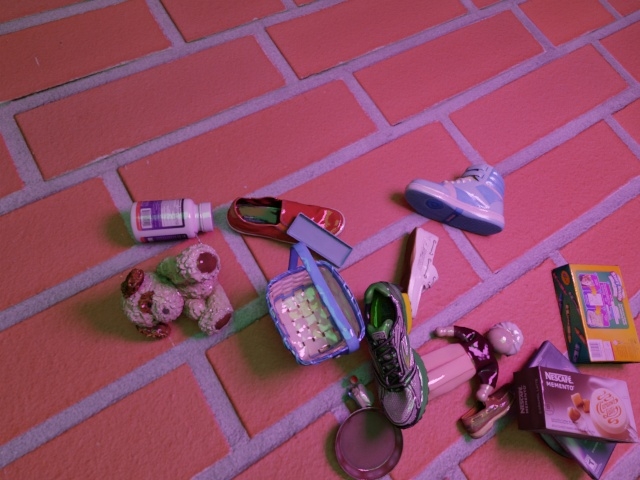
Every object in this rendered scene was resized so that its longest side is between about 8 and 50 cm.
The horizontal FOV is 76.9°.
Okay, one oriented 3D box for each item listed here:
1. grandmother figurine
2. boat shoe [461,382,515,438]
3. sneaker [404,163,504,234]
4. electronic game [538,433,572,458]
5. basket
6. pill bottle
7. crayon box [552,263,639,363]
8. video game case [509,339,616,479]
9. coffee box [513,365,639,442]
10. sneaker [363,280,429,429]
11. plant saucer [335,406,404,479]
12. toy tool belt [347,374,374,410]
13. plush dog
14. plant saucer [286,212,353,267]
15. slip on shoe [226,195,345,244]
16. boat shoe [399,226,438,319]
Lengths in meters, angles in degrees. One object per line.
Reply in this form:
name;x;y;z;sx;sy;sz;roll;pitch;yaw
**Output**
grandmother figurine;0.383;0.312;1.051;0.342;0.104;0.208;-23;79;-14
boat shoe;0.435;0.426;1.036;0.178;0.064;0.060;-37;82;-16
sneaker;0.411;-0.160;1.213;0.318;0.127;0.208;21;70;-11
electronic game;0.652;0.452;1.069;0.229;0.048;0.229;6;63;-12
basket;-0.014;0.156;0.941;0.201;0.289;0.255;-24;75;-15
pill bottle;-0.383;-0.055;1.056;0.193;0.108;0.108;-5;71;-11
crayon box;0.792;0.210;1.161;0.165;0.081;0.279;3;70;-8
video game case;0.640;0.425;1.038;0.196;0.026;0.274;-37;79;-27
coffee box;0.608;0.397;0.972;0.246;0.098;0.141;13;62;-9
sneaker;0.157;0.263;0.958;0.134;0.146;0.344;-20;66;26
plant saucer;0.116;0.484;0.969;0.168;0.029;0.169;1;85;-9
toy tool belt;0.091;0.384;1.005;0.083;0.052;0.051;49;115;14
plush dog;-0.360;0.116;0.962;0.225;0.263;0.210;-26;43;-26
plant saucer;0.000;0.000;1.098;0.192;0.018;0.067;33;91;-23
slip on shoe;-0.091;-0.061;1.109;0.331;0.101;0.123;6;68;-8
boat shoe;0.281;0.094;1.113;0.096;0.098;0.277;17;68;-2
